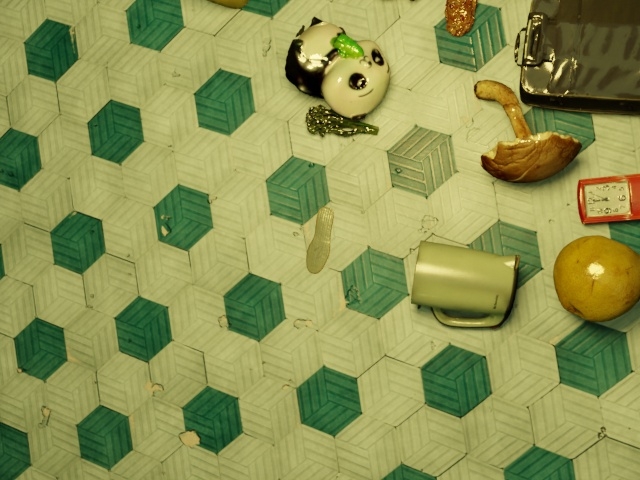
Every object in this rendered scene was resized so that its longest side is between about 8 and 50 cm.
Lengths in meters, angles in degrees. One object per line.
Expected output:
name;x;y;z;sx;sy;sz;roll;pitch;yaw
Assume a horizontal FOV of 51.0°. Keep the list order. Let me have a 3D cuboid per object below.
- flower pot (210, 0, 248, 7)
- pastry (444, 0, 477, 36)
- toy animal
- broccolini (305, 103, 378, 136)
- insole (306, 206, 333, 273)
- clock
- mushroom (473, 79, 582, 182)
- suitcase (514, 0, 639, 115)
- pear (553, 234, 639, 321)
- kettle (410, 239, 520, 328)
flower pot;-0.258;-0.722;1.817;0.195;0.179;0.195;0;90;11
pastry;0.362;-0.619;1.738;0.087;0.063;0.170;0;91;15
toy animal;0.049;-0.444;1.735;0.266;0.212;0.213;27;96;15
broccolini;0.056;-0.320;1.808;0.202;0.068;0.091;5;72;12
insole;0.000;0.000;1.852;0.064;0.004;0.189;12;93;11
clock;0.718;-0.102;1.663;0.154;0.061;0.113;-4;89;16
mushroom;0.467;-0.270;1.623;0.208;0.233;0.302;-38;89;-28
suitcase;0.685;-0.451;1.598;0.433;0.194;0.283;6;92;13
pear;0.661;0.094;1.607;0.208;0.209;0.209;0;90;13
kettle;0.363;0.121;1.706;0.255;0.165;0.241;8;121;9
